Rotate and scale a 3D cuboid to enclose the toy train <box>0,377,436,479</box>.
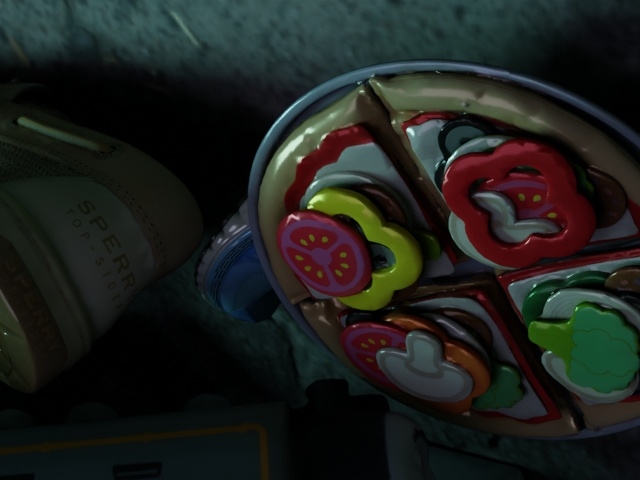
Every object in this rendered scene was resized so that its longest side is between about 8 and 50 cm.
[{"bbox_3d":[-0.103,0.158,0.803,0.334,0.190,0.142,-7,159,6],"label":"toy train"}]

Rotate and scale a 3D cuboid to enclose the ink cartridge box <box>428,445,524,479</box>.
[{"bbox_3d":[0.041,0.194,0.945,0.139,0.082,0.190,11,130,39],"label":"ink cartridge box"}]

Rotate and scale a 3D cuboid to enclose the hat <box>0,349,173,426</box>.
[{"bbox_3d":[-0.166,0.117,1.030,0.331,0.134,0.331,18,179,0],"label":"hat"}]

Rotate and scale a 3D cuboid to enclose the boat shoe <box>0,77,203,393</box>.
[{"bbox_3d":[-0.164,-0.018,0.946,0.341,0.110,0.121,26,143,56],"label":"boat shoe"}]

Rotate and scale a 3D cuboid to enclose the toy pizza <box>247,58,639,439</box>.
[{"bbox_3d":[0.062,0.015,0.760,0.201,0.032,0.201,14,136,14],"label":"toy pizza"}]

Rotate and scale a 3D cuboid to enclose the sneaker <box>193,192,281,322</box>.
[{"bbox_3d":[0.000,0.000,0.834,0.073,0.063,0.162,43,143,2],"label":"sneaker"}]
